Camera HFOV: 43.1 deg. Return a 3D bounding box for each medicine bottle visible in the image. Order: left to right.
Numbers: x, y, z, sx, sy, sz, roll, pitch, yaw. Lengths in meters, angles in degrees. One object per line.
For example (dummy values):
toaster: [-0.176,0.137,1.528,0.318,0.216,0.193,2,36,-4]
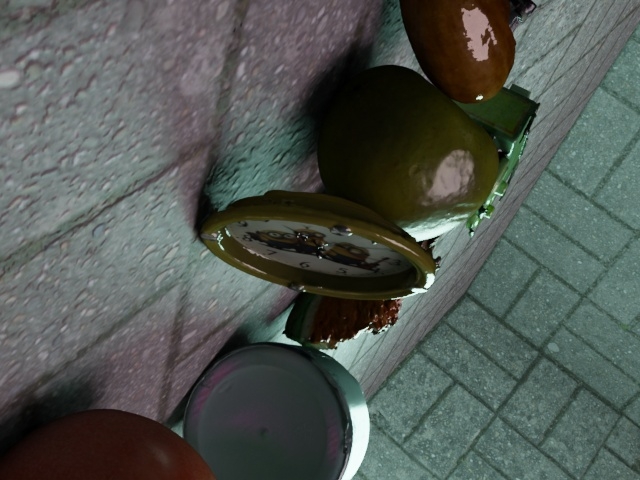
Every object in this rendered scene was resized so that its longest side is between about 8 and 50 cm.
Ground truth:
medicine bottle: [-0.044,0.274,1.217,0.245,0.245,0.290,-52,165,3]

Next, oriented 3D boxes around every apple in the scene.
apple: [0.085,-0.087,0.847,0.157,0.196,0.196,-55,165,3]

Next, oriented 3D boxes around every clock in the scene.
clock: [0.000,0.000,0.801,0.237,0.237,0.057,82,19,-70]

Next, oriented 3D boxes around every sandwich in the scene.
sandwich: [0.050,0.109,1.271,0.185,0.160,0.109,-55,147,-16]

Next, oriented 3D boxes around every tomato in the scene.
tomato: [-0.217,0.285,0.763,0.256,0.224,0.256,-46,168,-13]

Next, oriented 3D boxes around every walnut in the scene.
walnut: [0.142,-0.213,0.816,0.116,0.116,0.207,-48,136,-12]

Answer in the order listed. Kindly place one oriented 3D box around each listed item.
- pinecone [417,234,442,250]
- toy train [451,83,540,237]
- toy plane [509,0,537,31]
pinecone: [0.075,-0.013,1.065,0.179,0.150,0.195,-55,164,14]
toy train: [0.227,-0.131,1.245,0.188,0.159,0.272,-59,166,-10]
toy plane: [0.215,-0.265,1.006,0.192,0.088,0.262,-55,165,9]
